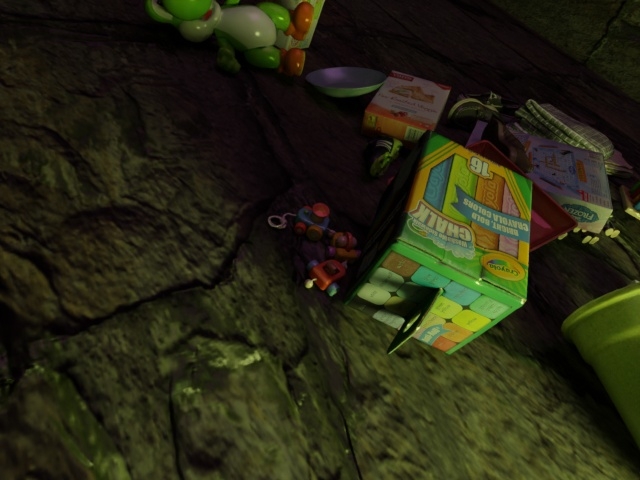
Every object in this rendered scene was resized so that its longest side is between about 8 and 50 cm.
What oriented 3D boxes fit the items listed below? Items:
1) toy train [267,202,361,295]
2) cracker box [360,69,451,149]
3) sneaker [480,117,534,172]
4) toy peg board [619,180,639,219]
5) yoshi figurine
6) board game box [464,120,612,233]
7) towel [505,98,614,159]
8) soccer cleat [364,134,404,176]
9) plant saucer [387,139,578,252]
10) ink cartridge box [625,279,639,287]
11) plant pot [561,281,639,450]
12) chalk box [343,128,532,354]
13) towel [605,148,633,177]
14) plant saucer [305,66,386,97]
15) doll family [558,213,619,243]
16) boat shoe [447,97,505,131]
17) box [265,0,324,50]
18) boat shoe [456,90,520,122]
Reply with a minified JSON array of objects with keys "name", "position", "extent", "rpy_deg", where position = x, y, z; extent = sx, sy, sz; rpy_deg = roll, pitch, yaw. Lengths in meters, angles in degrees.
[{"name":"toy train","position":[0.000,0.000,0.691],"extent":[0.125,0.046,0.166],"rpy_deg":[-16,56,-40]},{"name":"cracker box","position":[0.206,-0.310,1.078],"extent":[0.156,0.067,0.232],"rpy_deg":[20,46,11]},{"name":"sneaker","position":[0.411,-0.202,1.008],"extent":[0.071,0.066,0.188],"rpy_deg":[19,40,-13]},{"name":"toy peg board","position":[0.983,-0.108,1.334],"extent":[0.161,0.079,0.160],"rpy_deg":[32,40,5]},{"name":"yoshi figurine","position":[-0.199,-0.489,0.994],"extent":[0.363,0.203,0.203],"rpy_deg":[11,49,-15]},{"name":"board game box","position":[0.492,-0.166,1.070],"extent":[0.318,0.065,0.318],"rpy_deg":[21,38,16]},{"name":"towel","position":[0.723,-0.314,1.375],"extent":[0.235,0.121,0.283],"rpy_deg":[-22,60,-44]},{"name":"soccer cleat","position":[0.118,-0.179,0.947],"extent":[0.072,0.060,0.179],"rpy_deg":[26,32,13]},{"name":"plant saucer","position":[0.298,-0.060,0.868],"extent":[0.259,0.047,0.259],"rpy_deg":[-24,58,-18]},{"name":"ink cartridge box","position":[0.641,0.172,0.855],"extent":[0.104,0.061,0.181],"rpy_deg":[23,40,-6]},{"name":"plant pot","position":[0.521,0.210,0.623],"extent":[0.276,0.276,0.253],"rpy_deg":[9,55,-21]},{"name":"chalk box","position":[0.159,0.027,0.631],"extent":[0.179,0.180,0.288],"rpy_deg":[25,53,-3]},{"name":"towel","position":[0.920,-0.321,1.550],"extent":[0.187,0.049,0.282],"rpy_deg":[5,45,-26]},{"name":"plant saucer","position":[0.062,-0.380,1.109],"extent":[0.195,0.037,0.195],"rpy_deg":[0,35,0]},{"name":"doll family","position":[0.580,-0.051,1.053],"extent":[0.193,0.076,0.111],"rpy_deg":[9,48,-17]},{"name":"boat shoe","position":[0.450,-0.346,1.288],"extent":[0.224,0.080,0.073],"rpy_deg":[-6,45,-40]},{"name":"box","position":[-0.068,-0.614,1.186],"extent":[0.103,0.203,0.114],"rpy_deg":[39,43,14]},{"name":"boat shoe","position":[0.530,-0.435,1.434],"extent":[0.220,0.070,0.077],"rpy_deg":[7,44,-24]}]
